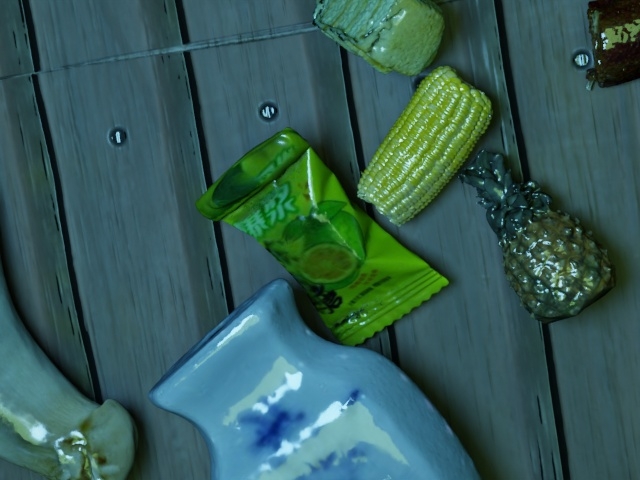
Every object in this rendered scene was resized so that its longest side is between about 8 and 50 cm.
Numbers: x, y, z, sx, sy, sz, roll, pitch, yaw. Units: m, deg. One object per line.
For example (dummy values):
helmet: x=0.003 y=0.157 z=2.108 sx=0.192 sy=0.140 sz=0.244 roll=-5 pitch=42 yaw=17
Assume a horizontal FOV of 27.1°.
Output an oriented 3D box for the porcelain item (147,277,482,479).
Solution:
porcelain item: x=0.025 y=0.243 z=1.369 sx=0.242 sy=0.178 sz=0.405 roll=-41 pitch=95 yaw=8

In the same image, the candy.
candy: x=0.000 y=0.000 z=1.388 sx=0.149 sy=0.069 sz=0.246 roll=-37 pitch=103 yaw=28

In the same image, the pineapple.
pineapple: x=0.216 y=-0.010 z=1.365 sx=0.108 sy=0.108 sz=0.198 roll=-36 pitch=79 yaw=9

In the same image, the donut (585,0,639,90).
donut: x=0.318 y=-0.270 z=1.323 sx=0.141 sy=0.085 sz=0.217 roll=-11 pitch=94 yaw=7

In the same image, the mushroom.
mushroom: x=-0.347 y=0.115 z=1.420 sx=0.177 sy=0.126 sz=0.397 roll=-30 pitch=90 yaw=0

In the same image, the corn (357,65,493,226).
corn: x=0.106 y=-0.096 z=1.376 sx=0.085 sy=0.063 sz=0.165 roll=36 pitch=101 yaw=-9

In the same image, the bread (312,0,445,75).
bread: x=0.071 y=-0.225 z=1.352 sx=0.110 sy=0.156 sz=0.103 roll=25 pitch=108 yaw=-30
